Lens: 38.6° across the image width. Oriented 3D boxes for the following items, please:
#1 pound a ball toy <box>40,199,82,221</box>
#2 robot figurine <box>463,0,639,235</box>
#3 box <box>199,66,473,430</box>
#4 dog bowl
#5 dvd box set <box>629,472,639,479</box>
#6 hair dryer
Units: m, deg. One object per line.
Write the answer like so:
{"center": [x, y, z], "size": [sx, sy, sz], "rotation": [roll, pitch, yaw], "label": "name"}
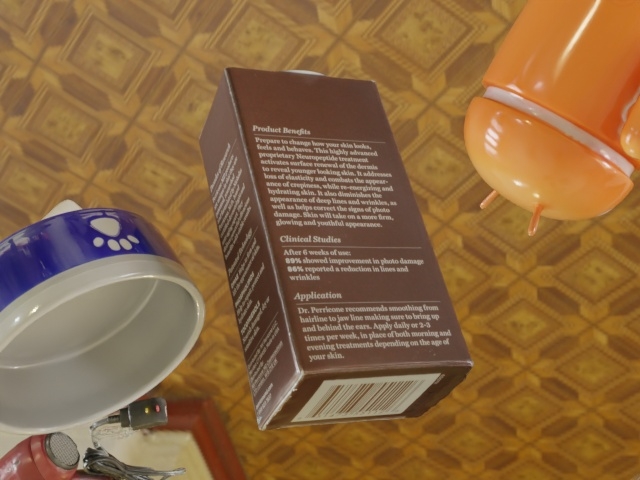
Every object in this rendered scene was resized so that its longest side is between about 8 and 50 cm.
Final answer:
{"center": [-0.395, 0.094, 1.198], "size": [0.136, 0.319, 0.208], "rotation": [46, 146, -14], "label": "pound a ball toy"}
{"center": [0.180, -0.108, 0.619], "size": [0.158, 0.128, 0.219], "rotation": [33, 97, 28], "label": "robot figurine"}
{"center": [0.000, 0.000, 0.983], "size": [0.191, 0.382, 0.143], "rotation": [1, 147, -24], "label": "box"}
{"center": [-0.266, 0.092, 1.005], "size": [0.264, 0.104, 0.265], "rotation": [-27, 150, -17], "label": "dog bowl"}
{"center": [0.263, 0.230, 0.740], "size": [0.062, 0.307, 0.420], "rotation": [51, 132, 21], "label": "dvd box set"}
{"center": [-0.313, 0.312, 1.146], "size": [0.293, 0.080, 0.224], "rotation": [-14, 138, -15], "label": "hair dryer"}
